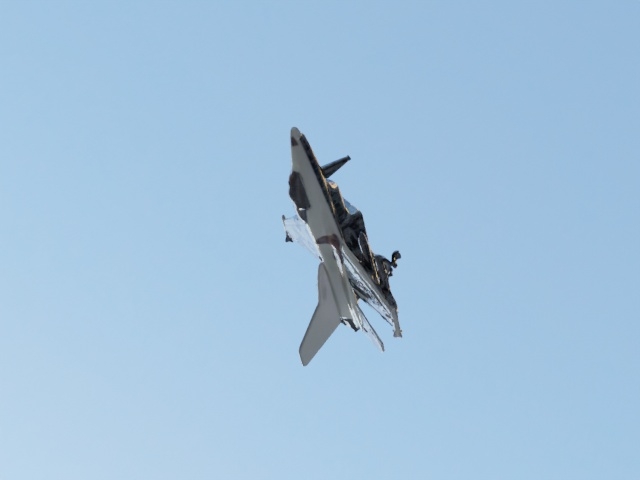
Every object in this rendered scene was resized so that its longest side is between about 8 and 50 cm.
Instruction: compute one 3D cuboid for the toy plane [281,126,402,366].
[{"bbox_3d":[0.014,-0.002,1.093,0.160,0.082,0.234,41,-35,41],"label":"toy plane"}]
